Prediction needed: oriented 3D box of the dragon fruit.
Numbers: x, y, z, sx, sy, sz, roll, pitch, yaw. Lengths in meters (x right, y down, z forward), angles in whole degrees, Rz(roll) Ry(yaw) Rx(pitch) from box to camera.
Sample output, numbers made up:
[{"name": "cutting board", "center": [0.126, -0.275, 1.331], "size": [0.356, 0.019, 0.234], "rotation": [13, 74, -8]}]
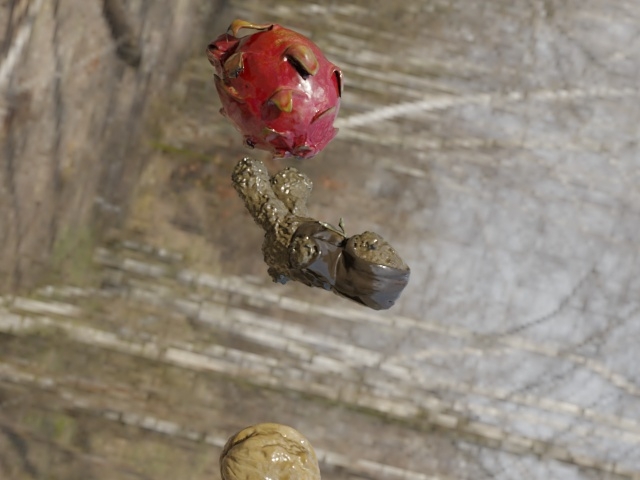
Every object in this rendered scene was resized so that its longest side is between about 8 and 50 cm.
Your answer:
[{"name": "dragon fruit", "center": [-0.043, -0.159, 1.488], "size": [0.133, 0.166, 0.136], "rotation": [-37, 155, -25]}]

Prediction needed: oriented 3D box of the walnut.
[{"name": "walnut", "center": [-0.042, 0.205, 1.294], "size": [0.082, 0.096, 0.079], "rotation": [-65, -166, -2]}]

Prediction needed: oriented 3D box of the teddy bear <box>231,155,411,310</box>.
[{"name": "teddy bear", "center": [-0.006, 0.006, 1.113], "size": [0.078, 0.160, 0.119], "rotation": [-58, 151, 9]}]
